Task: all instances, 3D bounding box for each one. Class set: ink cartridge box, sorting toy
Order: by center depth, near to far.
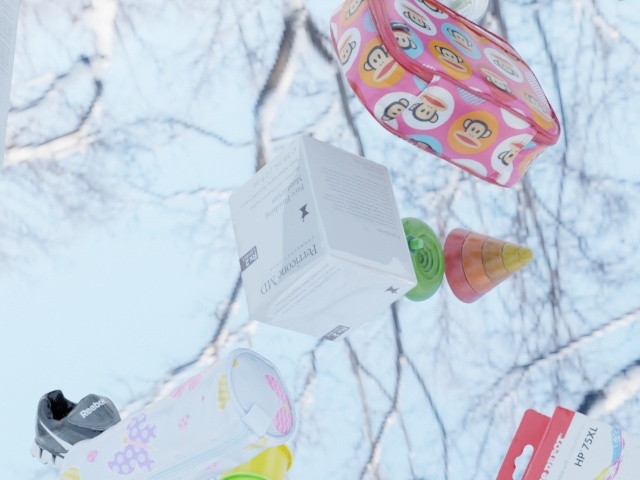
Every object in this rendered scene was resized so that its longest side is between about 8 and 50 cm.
[{"bbox_3d":[0.304,0.274,1.506,0.231,0.078,0.134,20,-105,25],"label":"ink cartridge box"},{"bbox_3d":[0.196,0.021,1.999,0.126,0.127,0.365,-11,169,36],"label":"sorting toy"}]

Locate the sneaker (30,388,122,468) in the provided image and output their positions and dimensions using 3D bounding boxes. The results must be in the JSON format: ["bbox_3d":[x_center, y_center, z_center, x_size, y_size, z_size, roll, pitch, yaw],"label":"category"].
[{"bbox_3d":[-0.265,0.244,1.666,0.234,0.106,0.078,14,-152,29],"label":"sneaker"}]

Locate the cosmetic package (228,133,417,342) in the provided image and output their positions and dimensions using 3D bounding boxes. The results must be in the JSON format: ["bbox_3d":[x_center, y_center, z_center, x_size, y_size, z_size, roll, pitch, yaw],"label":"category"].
[{"bbox_3d":[0.000,0.000,1.664,0.151,0.151,0.184,-40,-132,35],"label":"cosmetic package"}]

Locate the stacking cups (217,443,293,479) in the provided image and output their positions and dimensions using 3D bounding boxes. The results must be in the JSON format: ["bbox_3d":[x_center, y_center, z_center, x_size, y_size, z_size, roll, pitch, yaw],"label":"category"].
[{"bbox_3d":[-0.104,0.373,1.599,0.096,0.096,0.316,-4,-139,15],"label":"stacking cups"}]

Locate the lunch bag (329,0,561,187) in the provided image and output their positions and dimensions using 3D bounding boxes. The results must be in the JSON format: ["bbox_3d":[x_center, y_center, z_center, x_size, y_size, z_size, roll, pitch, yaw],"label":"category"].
[{"bbox_3d":[0.152,-0.216,1.721,0.120,0.293,0.258,-48,-147,27],"label":"lunch bag"}]

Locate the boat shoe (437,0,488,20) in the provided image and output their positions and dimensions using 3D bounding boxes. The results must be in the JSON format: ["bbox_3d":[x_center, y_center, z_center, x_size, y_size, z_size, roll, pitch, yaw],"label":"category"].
[{"bbox_3d":[0.205,-0.489,2.134,0.103,0.320,0.118,-15,-142,-18],"label":"boat shoe"}]

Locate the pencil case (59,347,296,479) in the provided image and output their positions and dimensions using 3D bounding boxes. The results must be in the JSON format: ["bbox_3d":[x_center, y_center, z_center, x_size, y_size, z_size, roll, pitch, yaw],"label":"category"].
[{"bbox_3d":[-0.156,0.221,1.468,0.273,0.113,0.124,-32,-175,23],"label":"pencil case"}]

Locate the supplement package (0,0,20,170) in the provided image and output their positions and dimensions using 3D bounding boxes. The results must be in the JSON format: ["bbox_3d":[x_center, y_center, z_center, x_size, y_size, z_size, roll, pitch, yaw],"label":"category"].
[{"bbox_3d":[-0.504,-0.213,1.618,0.198,0.199,0.263,-15,-123,22],"label":"supplement package"}]
